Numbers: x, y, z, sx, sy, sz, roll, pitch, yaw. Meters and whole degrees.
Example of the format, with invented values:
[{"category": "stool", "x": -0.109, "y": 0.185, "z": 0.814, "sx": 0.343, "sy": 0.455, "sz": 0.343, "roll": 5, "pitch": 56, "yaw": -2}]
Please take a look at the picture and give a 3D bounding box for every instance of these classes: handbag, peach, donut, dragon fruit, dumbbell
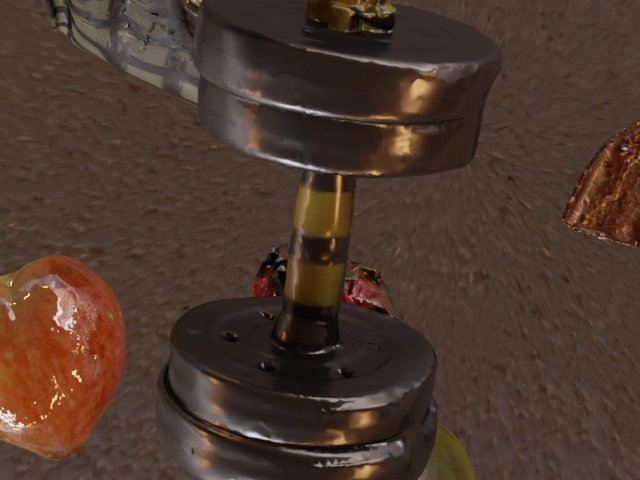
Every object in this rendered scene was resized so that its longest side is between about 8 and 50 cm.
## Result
[{"category": "handbag", "x": -0.180, "y": -0.278, "z": 1.837, "sx": 0.325, "sy": 0.327, "sz": 0.162, "roll": 26, "pitch": 82, "yaw": 4}, {"category": "peach", "x": -0.320, "y": 0.136, "z": 1.718, "sx": 0.232, "sy": 0.232, "sz": 0.232, "roll": 0, "pitch": 94, "yaw": 5}, {"category": "donut", "x": 0.359, "y": -0.068, "z": 1.591, "sx": 0.144, "sy": 0.126, "sz": 0.186, "roll": 29, "pitch": 99, "yaw": 24}, {"category": "dragon fruit", "x": 0.008, "y": 0.098, "z": 1.672, "sx": 0.188, "sy": 0.182, "sz": 0.182, "roll": 7, "pitch": 94, "yaw": 7}, {"category": "dumbbell", "x": 0.000, "y": 0.000, "z": 0.949, "sx": 0.185, "sy": 0.185, "sz": 0.388, "roll": 10, "pitch": 110, "yaw": 4}]

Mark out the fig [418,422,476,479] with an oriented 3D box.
[{"category": "fig", "x": 0.011, "y": 0.225, "z": 1.142, "sx": 0.203, "sy": 0.203, "sz": 0.225, "roll": 11, "pitch": 81, "yaw": 4}]
